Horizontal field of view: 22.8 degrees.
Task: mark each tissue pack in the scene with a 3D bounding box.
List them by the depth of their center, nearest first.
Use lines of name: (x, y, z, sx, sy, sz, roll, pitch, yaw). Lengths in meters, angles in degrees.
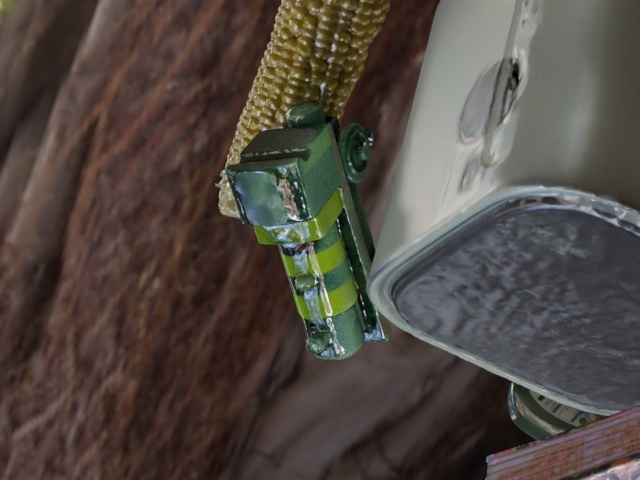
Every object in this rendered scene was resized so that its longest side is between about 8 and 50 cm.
tissue pack: (0.184, 0.153, 0.926, 0.108, 0.148, 0.060, 53, -151, -25)

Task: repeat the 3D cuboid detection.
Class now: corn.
corn: (-0.005, -0.145, 1.274, 0.086, 0.288, 0.086, 21, -174, -2)

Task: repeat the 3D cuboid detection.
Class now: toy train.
toy train: (0.001, 0.000, 1.201, 0.083, 0.200, 0.132, -6, -154, 28)

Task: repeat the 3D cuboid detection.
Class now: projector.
projector: (0.198, -0.053, 1.067, 0.248, 0.248, 0.249, 25, -119, -18)

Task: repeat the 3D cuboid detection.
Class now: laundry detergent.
laundry detergent: (0.320, 0.194, 1.713, 0.144, 0.078, 0.222, -29, -141, -34)
